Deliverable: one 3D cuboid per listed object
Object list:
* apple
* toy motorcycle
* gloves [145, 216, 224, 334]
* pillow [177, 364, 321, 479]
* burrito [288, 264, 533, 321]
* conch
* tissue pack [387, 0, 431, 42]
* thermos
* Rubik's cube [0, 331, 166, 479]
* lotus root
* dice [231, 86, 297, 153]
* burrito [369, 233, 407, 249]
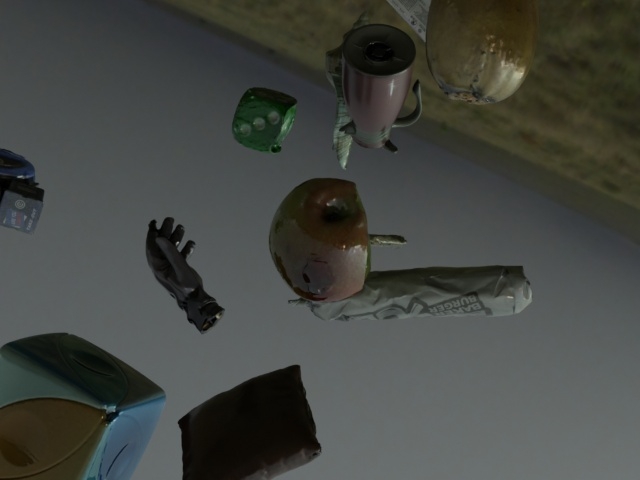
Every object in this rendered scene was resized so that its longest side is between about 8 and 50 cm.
[{"bbox_3d":[0.000,0.000,1.566,0.207,0.173,0.188,53,165,30],"label":"apple"},{"bbox_3d":[-0.745,-0.135,1.854,0.358,0.125,0.213,17,-159,-20],"label":"toy motorcycle"},{"bbox_3d":[-0.314,0.076,2.053,0.142,0.119,0.285,110,136,-73],"label":"gloves"},{"bbox_3d":[-0.159,0.399,1.889,0.308,0.305,0.108,-110,-5,-63],"label":"pillow"},{"bbox_3d":[0.162,0.096,1.674,0.445,0.101,0.139,-3,-174,11],"label":"burrito"},{"bbox_3d":[0.096,-0.352,2.197,0.169,0.386,0.203,0,-160,19],"label":"conch"},{"bbox_3d":[0.234,-0.539,2.052,0.149,0.106,0.099,49,-149,6],"label":"tissue pack"},{"bbox_3d":[0.127,-0.303,1.891,0.176,0.146,0.265,-4,147,-2],"label":"thermos"},{"bbox_3d":[-0.621,0.447,2.189,0.347,0.352,0.351,28,-173,13],"label":"Rubik's cube"},{"bbox_3d":[0.266,-0.379,1.489,0.182,0.310,0.183,4,-171,-1],"label":"lotus root"},{"bbox_3d":[-0.130,-0.282,2.118,0.120,0.128,0.131,20,-159,5],"label":"dice"},{"bbox_3d":[0.178,0.001,2.557,0.051,0.042,0.171,1,177,45],"label":"burrito"}]
